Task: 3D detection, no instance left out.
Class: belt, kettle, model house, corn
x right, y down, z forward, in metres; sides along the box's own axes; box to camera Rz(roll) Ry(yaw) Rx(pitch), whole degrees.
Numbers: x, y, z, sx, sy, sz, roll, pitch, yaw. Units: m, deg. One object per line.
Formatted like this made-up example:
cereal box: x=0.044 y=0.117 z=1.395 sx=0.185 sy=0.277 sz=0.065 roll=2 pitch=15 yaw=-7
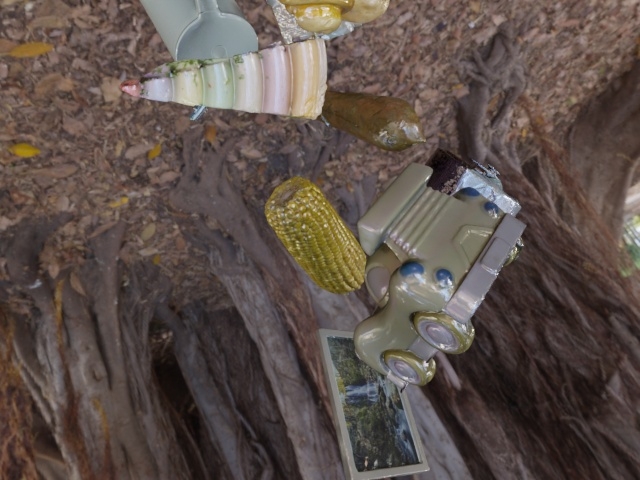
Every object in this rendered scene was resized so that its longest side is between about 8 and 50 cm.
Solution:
belt: x=0.405 y=-0.134 z=1.281 sx=0.164 sy=0.289 sz=0.184 roll=-53 pitch=-172 yaw=15
kettle: x=-0.287 y=-0.555 z=1.120 sx=0.205 sy=0.317 sz=0.265 roll=-4 pitch=145 yaw=-39
model house: x=-0.013 y=-0.806 z=1.539 sx=0.299 sy=0.243 sz=0.284 roll=-6 pitch=134 yaw=30
corn: x=0.000 y=0.000 z=1.026 sx=0.144 sy=0.143 sz=0.387 roll=-29 pitch=141 yaw=5

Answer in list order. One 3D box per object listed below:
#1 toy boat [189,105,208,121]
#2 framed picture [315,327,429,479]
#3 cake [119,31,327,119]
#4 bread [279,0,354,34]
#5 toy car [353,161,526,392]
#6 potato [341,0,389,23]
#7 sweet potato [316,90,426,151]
toy boat: x=-0.431 y=-0.494 z=1.705 sx=0.066 sy=0.059 sz=0.140 roll=36 pitch=93 yaw=-35
framed picture: x=0.113 y=0.354 z=1.061 sx=0.241 sy=0.324 sz=0.020 roll=16 pitch=138 yaw=-36
cake: x=-0.103 y=-0.167 z=0.539 sx=0.226 sy=0.090 sz=0.109 roll=-14 pitch=-157 yaw=-9
bread: x=-0.039 y=-0.514 z=0.822 sx=0.121 sy=0.311 sz=0.173 roll=-25 pitch=-172 yaw=29
toy car: x=0.157 y=0.070 z=0.800 sx=0.242 sy=0.226 sz=0.336 roll=-48 pitch=167 yaw=-31
potato: x=0.074 y=-0.533 z=1.028 sx=0.109 sy=0.178 sz=0.118 roll=-50 pitch=133 yaw=-3
sweet potato: x=0.050 y=-0.195 z=0.739 sx=0.075 sy=0.273 sz=0.075 roll=-18 pitch=121 yaw=-32
